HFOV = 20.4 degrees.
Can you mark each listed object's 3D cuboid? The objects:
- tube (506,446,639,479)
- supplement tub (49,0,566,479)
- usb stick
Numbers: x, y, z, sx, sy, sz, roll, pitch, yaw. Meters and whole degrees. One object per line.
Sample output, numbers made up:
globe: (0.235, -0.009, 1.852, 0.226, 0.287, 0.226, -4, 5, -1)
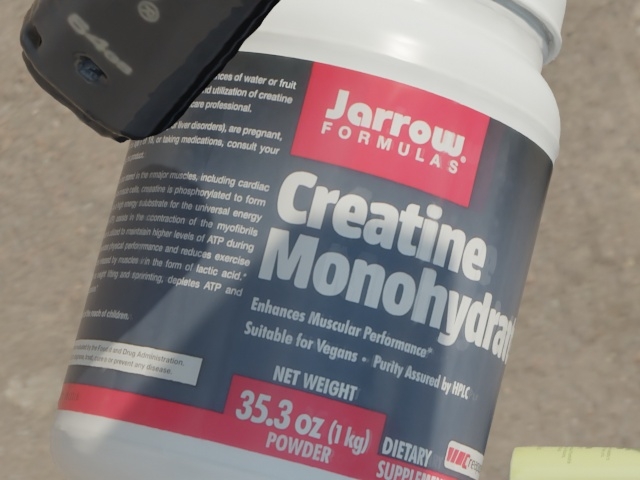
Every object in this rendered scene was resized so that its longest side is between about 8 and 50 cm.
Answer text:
tube: (0.243, 0.159, 1.138, 0.070, 0.240, 0.062, -71, 153, -53)
supplement tub: (0.000, 0.000, 0.805, 0.191, 0.191, 0.272, 19, 80, -27)
usb stick: (-0.028, -0.127, 0.632, 0.077, 0.278, 0.045, 35, 48, -11)
